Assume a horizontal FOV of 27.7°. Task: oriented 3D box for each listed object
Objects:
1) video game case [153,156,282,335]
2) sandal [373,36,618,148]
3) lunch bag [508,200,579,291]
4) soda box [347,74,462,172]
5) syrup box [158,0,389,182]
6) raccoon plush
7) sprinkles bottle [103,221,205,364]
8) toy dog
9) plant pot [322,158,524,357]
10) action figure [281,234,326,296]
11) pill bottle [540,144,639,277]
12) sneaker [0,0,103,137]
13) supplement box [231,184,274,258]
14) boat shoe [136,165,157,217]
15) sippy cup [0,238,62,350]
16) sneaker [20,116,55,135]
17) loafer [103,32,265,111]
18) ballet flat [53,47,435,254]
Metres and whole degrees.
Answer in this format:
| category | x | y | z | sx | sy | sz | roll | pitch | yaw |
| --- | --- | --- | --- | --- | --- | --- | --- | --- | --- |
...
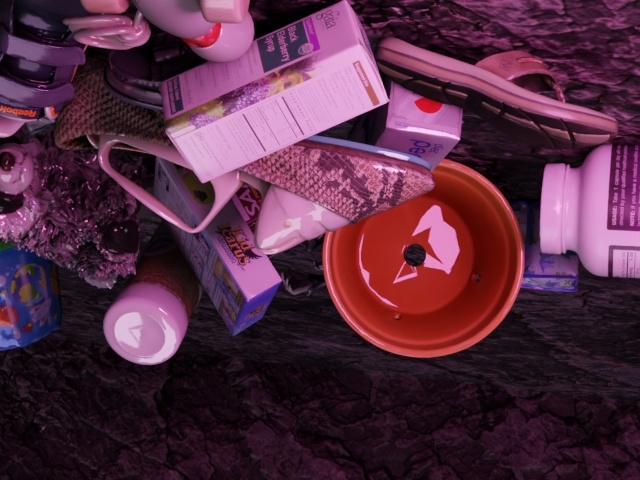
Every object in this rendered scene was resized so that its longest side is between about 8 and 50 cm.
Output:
| category | x | y | z | sx | sy | sz | roll | pitch | yaw |
| --- | --- | --- | --- | --- | --- | --- | --- | --- | --- |
| video game case | -0.156 | 0.000 | 1.879 | 0.061 | 0.244 | 0.269 | -29 | 172 | -14 |
| sandal | 0.212 | -0.187 | 1.515 | 0.303 | 0.086 | 0.120 | 23 | 169 | -3 |
| lunch bag | 0.333 | 0.007 | 2.042 | 0.151 | 0.128 | 0.096 | 3 | 163 | 13 |
| soda box | 0.103 | -0.134 | 1.710 | 0.098 | 0.091 | 0.286 | 10 | 164 | -9 |
| syrup box | -0.053 | -0.167 | 1.454 | 0.237 | 0.093 | 0.096 | -23 | 134 | 9 |
| raccoon plush | -0.423 | -0.015 | 1.872 | 0.299 | 0.216 | 0.446 | 1 | 145 | -15 |
| sprinkles bottle | -0.237 | 0.053 | 2.069 | 0.121 | 0.355 | 0.121 | 5 | 120 | 9 |
| toy dog | -0.131 | -0.278 | 1.277 | 0.220 | 0.160 | 0.334 | 7 | 179 | -14 |
| plant pot | 0.147 | 0.023 | 1.960 | 0.291 | 0.290 | 0.203 | 7 | 180 | -1 |
| action figure | 0.000 | 0.000 | 2.119 | 0.141 | 0.164 | 0.275 | -10 | 151 | 13 |
| pill bottle | 0.463 | -0.037 | 1.741 | 0.323 | 0.181 | 0.181 | 3 | 164 | 14 |
| sneaker | -0.334 | -0.217 | 1.514 | 0.126 | 0.127 | 0.321 | 12 | 158 | -21 |
| supplement box | -0.127 | -0.049 | 2.012 | 0.073 | 0.130 | 0.239 | -29 | 167 | -8 |
| boat shoe | -0.302 | -0.082 | 2.072 | 0.228 | 0.081 | 0.079 | -14 | 147 | 10 |
| sippy cup | -0.556 | 0.065 | 2.269 | 0.306 | 0.224 | 0.240 | -15 | -162 | -9 |
| sneaker | -0.366 | -0.180 | 1.733 | 0.212 | 0.094 | 0.080 | 17 | 160 | -33 |
| loafer | -0.104 | -0.214 | 1.536 | 0.303 | 0.109 | 0.095 | 3 | 145 | -8 |
| ballet flat | -0.108 | -0.085 | 1.618 | 0.483 | 0.182 | 0.164 | 20 | 173 | 5 |
